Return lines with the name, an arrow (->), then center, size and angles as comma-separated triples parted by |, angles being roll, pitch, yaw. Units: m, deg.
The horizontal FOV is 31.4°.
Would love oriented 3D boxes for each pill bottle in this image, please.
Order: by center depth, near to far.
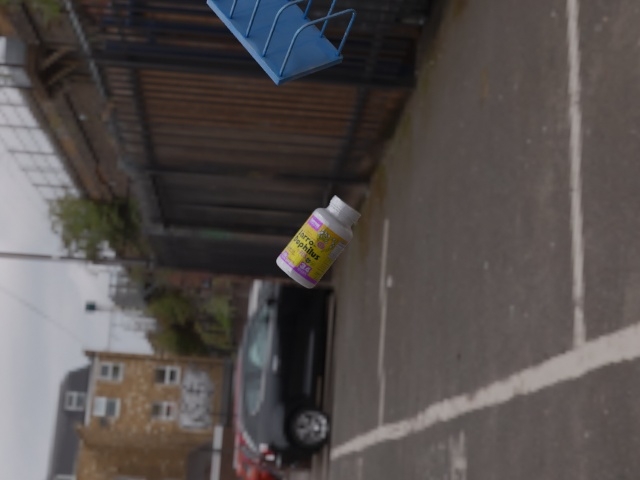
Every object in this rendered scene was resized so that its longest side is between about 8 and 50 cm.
pill bottle -> 0.000, 0.000, 1.046 | 0.083, 0.043, 0.043 | -52, 5, 4

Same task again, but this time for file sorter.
file sorter -> -0.050, -0.320, 1.553 | 0.170, 0.118, 0.104 | 50, 142, 20
